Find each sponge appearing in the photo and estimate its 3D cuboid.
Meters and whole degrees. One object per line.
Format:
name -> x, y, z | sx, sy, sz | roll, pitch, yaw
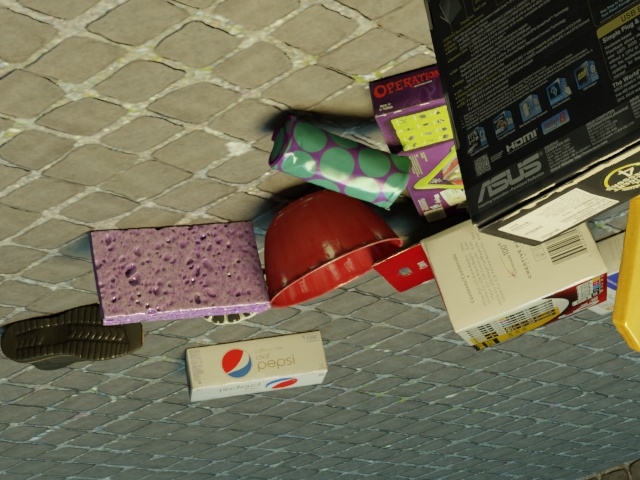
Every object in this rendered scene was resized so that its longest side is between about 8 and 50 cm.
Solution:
sponge -> -0.174, 0.039, 1.845 | 0.210, 0.117, 0.031 | -5, 155, -18

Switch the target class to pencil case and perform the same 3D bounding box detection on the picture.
pencil case -> 0.021, -0.086, 1.648 | 0.151, 0.070, 0.065 | 19, 108, -15

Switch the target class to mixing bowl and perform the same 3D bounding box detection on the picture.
mixing bowl -> 0.000, 0.000, 1.836 | 0.181, 0.098, 0.181 | -25, 167, -6

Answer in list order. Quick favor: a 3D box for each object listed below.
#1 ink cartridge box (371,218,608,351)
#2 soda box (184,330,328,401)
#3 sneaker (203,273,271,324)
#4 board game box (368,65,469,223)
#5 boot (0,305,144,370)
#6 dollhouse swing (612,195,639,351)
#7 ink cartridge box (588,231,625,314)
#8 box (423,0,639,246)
ink cartridge box -> 0.229, 0.054, 1.964 | 0.271, 0.130, 0.309 | -22, 168, 7
soda box -> -0.102, 0.198, 2.342 | 0.216, 0.069, 0.074 | -7, 158, -10
sneaker -> -0.085, 0.079, 2.065 | 0.169, 0.068, 0.071 | -13, 164, 2
board game box -> 0.189, -0.120, 1.737 | 0.208, 0.056, 0.347 | -11, 159, 9
boot -> -0.334, 0.145, 2.107 | 0.197, 0.077, 0.137 | -1, 164, 8
dollhouse swing -> 0.552, -0.017, 1.775 | 0.346, 0.305, 0.315 | 2, 175, -30
ink cartridge box -> 0.539, 0.013, 2.217 | 0.370, 0.069, 0.175 | -21, 156, 29
box -> 0.258, -0.215, 1.164 | 0.097, 0.318, 0.395 | 12, 147, -44
